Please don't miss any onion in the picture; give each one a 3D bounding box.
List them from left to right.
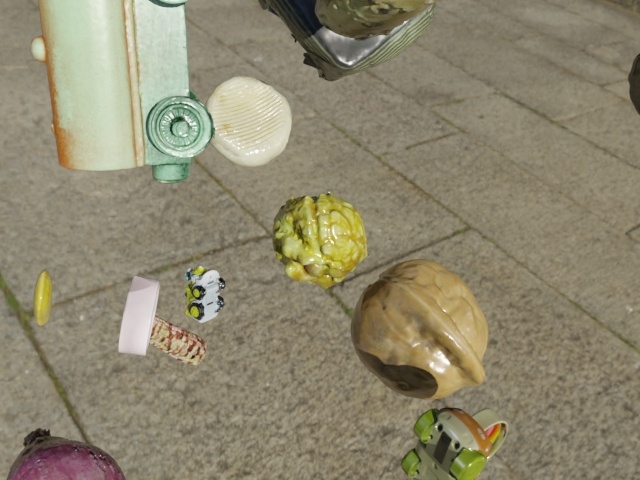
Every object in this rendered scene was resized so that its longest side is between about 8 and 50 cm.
[{"bbox_3d":[-0.585,0.525,1.425,0.348,0.159,0.267,46,27,28],"label":"onion"}]

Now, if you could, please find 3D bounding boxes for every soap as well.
[{"bbox_3d":[-0.552,0.120,1.245,0.033,0.168,0.089,10,59,-18],"label":"soap"}]

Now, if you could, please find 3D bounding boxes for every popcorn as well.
[{"bbox_3d":[0.001,-0.009,1.762,0.282,0.282,0.247,-1,62,-17],"label":"popcorn"}]

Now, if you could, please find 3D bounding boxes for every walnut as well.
[{"bbox_3d":[0.266,0.248,1.716,0.384,0.383,0.383,8,38,-6],"label":"walnut"}]

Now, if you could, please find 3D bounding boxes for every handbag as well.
[{"bbox_3d":[0.010,-0.426,1.034,0.247,0.240,0.340,-41,96,-7],"label":"handbag"}]

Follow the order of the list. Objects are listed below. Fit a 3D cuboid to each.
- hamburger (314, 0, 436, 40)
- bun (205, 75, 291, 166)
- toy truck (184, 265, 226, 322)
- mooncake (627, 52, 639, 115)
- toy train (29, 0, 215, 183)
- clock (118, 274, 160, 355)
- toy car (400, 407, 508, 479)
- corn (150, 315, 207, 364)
[{"bbox_3d":[0.087,-0.330,0.551,0.195,0.318,0.277,42,20,-18],"label":"hamburger"},{"bbox_3d":[-0.148,-0.229,1.237,0.183,0.102,0.183,5,75,-17],"label":"bun"},{"bbox_3d":[-0.244,0.103,1.272,0.077,0.111,0.076,16,20,32],"label":"toy truck"},{"bbox_3d":[0.815,-0.355,1.386,0.124,0.228,0.228,-11,43,-24],"label":"mooncake"},{"bbox_3d":[-0.203,-0.195,0.644,0.177,0.285,0.116,-5,23,-15],"label":"toy train"},{"bbox_3d":[-0.458,0.191,1.591,0.068,0.197,0.197,11,37,-12],"label":"clock"},{"bbox_3d":[0.307,0.449,1.330,0.235,0.235,0.145,-15,39,-31],"label":"toy car"},{"bbox_3d":[-0.438,0.278,1.813,0.280,0.092,0.092,43,18,-39],"label":"corn"}]
